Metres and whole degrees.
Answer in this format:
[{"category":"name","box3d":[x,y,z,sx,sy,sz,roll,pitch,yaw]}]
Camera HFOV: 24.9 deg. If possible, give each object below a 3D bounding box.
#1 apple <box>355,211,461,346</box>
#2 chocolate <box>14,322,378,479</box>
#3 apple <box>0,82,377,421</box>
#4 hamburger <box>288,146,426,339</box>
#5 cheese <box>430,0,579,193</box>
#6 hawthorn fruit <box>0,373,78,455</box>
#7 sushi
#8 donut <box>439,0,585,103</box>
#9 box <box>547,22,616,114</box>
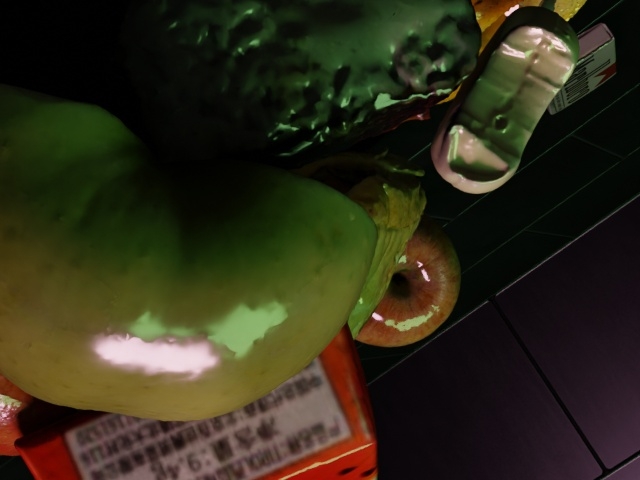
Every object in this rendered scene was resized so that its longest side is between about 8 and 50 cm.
[{"category":"apple","box3d":[0.098,0.050,2.107,0.211,0.211,0.188,-31,-167,-4]},{"category":"chocolate","box3d":[-0.108,0.234,1.541,0.360,0.161,0.341,-24,163,-5]},{"category":"apple","box3d":[-0.153,-0.001,1.134,0.311,0.320,0.360,-30,178,-22]},{"category":"hamburger","box3d":[0.001,0.000,1.743,0.330,0.162,0.209,-56,160,-11]},{"category":"cheese","box3d":[0.160,-0.133,1.261,0.163,0.070,0.249,-59,-178,17]},{"category":"hawthorn fruit","box3d":[-0.340,0.124,1.457,0.189,0.189,0.251,-35,160,10]},{"category":"sushi","box3d":[-0.021,-0.160,1.203,0.343,0.196,0.182,-24,-177,-13]},{"category":"donut","box3d":[0.161,-0.241,1.430,0.303,0.110,0.303,-31,167,-8]},{"category":"box","box3d":[0.356,-0.238,2.019,0.115,0.036,0.177,-34,166,5]}]
